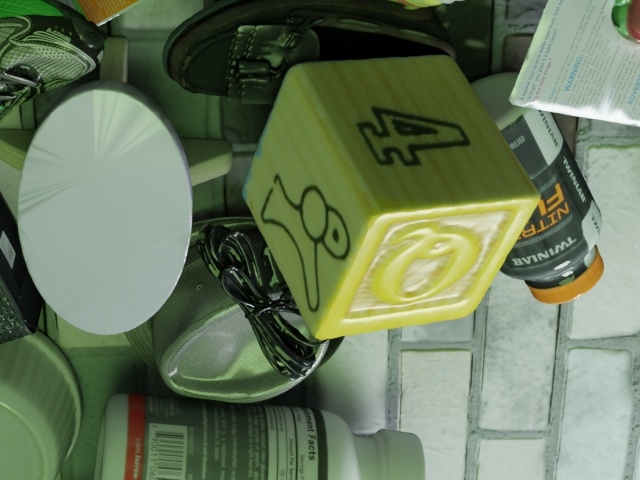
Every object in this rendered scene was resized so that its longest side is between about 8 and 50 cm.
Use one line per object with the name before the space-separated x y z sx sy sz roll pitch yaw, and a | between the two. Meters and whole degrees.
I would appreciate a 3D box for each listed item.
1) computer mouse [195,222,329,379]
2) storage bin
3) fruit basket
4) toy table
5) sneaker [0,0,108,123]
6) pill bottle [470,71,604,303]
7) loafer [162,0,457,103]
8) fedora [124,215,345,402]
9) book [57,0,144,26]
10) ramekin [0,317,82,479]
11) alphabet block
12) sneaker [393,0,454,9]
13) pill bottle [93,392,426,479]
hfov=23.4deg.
computer mouse | 0.000 0.000 1.653 0.272 0.072 0.188 -40 105 -24
storage bin | -0.375 0.017 1.669 0.084 0.122 0.180 -19 119 8
fruit basket | 0.389 -0.252 1.502 0.353 0.165 0.327 10 120 -17
toy table | -0.221 -0.061 1.609 0.252 0.161 0.274 13 118 -9
sneaker | -0.345 -0.135 1.515 0.343 0.146 0.134 -20 145 31
pill bottle | 0.220 -0.048 1.654 0.130 0.130 0.246 -25 119 12
loafer | -0.002 -0.187 1.513 0.302 0.095 0.109 -12 136 -28
fedora | -0.095 0.100 1.729 0.275 0.124 0.244 -15 119 6
book | -0.207 -0.278 1.538 0.144 0.035 0.096 -28 118 -4
ramekin | -0.415 0.218 1.782 0.272 0.127 0.273 -1 120 -2
alphabet block | 0.062 -0.045 1.497 0.193 0.197 0.192 -8 144 -27
sneaker | 0.046 -0.274 1.473 0.208 0.081 0.094 29 153 -31
pill bottle | -0.074 0.292 1.766 0.363 0.210 0.210 6 120 -10
